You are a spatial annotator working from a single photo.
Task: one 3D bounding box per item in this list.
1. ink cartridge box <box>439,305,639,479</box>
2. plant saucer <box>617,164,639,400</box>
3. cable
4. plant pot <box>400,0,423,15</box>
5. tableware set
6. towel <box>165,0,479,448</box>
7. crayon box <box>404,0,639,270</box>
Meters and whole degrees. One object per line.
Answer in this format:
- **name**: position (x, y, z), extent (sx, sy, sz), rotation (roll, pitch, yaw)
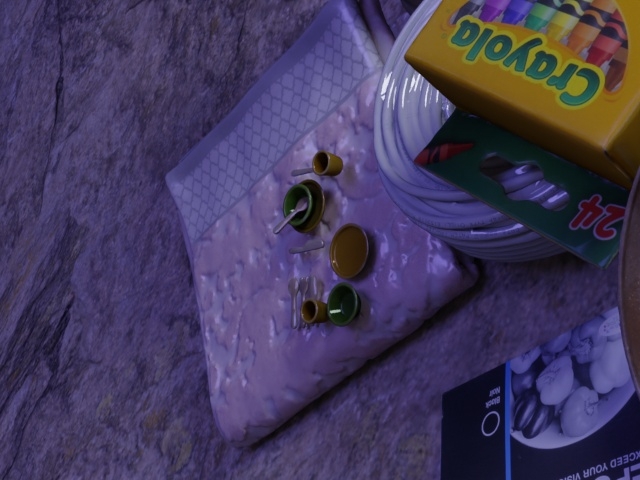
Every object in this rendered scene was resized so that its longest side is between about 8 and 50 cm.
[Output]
- **ink cartridge box**: position (0.161, 0.165, 0.904), extent (0.206, 0.045, 0.208), rotation (-34, 42, 41)
- **plant saucer**: position (0.293, 0.026, 0.705), extent (0.310, 0.050, 0.311), rotation (1, 91, 52)
- **cable**: position (0.159, -0.110, 1.026), extent (0.257, 0.089, 0.257), rotation (-31, 49, 29)
- **plant pot**: position (0.092, -0.362, 1.159), extent (0.334, 0.305, 0.334), rotation (-37, 39, 38)
- **tableware set**: position (0.000, 0.000, 1.160), extent (0.104, 0.024, 0.154), rotation (-11, 74, 46)
- **towel**: position (-0.019, -0.016, 1.246), extent (0.332, 0.053, 0.317), rotation (-40, 55, 39)
- **crayon box**: position (0.195, -0.160, 0.891), extent (0.202, 0.081, 0.318), rotation (33, 88, 46)
